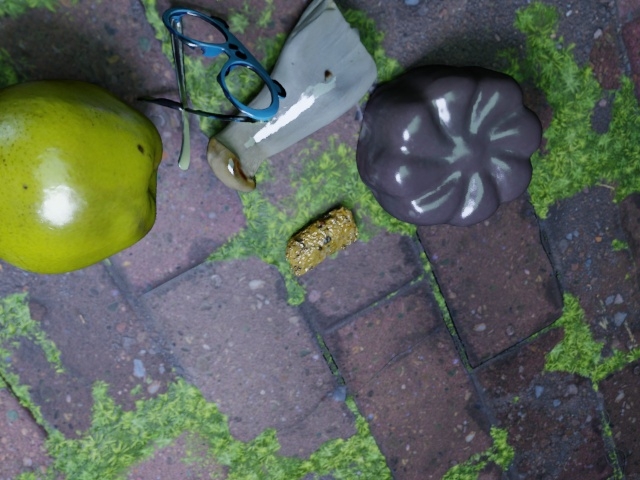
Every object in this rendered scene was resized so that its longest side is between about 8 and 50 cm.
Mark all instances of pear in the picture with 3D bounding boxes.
[{"bbox_3d":[-0.371,-0.092,1.011,0.294,0.294,0.294,-6,112,-16],"label":"pear"}]

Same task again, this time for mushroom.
[{"bbox_3d":[-0.053,-0.223,1.159,0.328,0.122,0.159,-44,82,1],"label":"mushroom"}]

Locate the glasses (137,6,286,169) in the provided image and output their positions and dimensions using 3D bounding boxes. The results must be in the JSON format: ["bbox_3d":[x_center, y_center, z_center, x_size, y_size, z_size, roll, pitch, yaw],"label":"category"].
[{"bbox_3d":[-0.184,-0.218,1.076,0.207,0.102,0.239,-46,73,9],"label":"glasses"}]

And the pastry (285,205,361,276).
[{"bbox_3d":[0.000,0.000,1.283,0.140,0.056,0.080,-31,124,-12],"label":"pastry"}]

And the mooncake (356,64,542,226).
[{"bbox_3d":[0.219,-0.160,1.239,0.305,0.154,0.306,-6,109,-17],"label":"mooncake"}]
